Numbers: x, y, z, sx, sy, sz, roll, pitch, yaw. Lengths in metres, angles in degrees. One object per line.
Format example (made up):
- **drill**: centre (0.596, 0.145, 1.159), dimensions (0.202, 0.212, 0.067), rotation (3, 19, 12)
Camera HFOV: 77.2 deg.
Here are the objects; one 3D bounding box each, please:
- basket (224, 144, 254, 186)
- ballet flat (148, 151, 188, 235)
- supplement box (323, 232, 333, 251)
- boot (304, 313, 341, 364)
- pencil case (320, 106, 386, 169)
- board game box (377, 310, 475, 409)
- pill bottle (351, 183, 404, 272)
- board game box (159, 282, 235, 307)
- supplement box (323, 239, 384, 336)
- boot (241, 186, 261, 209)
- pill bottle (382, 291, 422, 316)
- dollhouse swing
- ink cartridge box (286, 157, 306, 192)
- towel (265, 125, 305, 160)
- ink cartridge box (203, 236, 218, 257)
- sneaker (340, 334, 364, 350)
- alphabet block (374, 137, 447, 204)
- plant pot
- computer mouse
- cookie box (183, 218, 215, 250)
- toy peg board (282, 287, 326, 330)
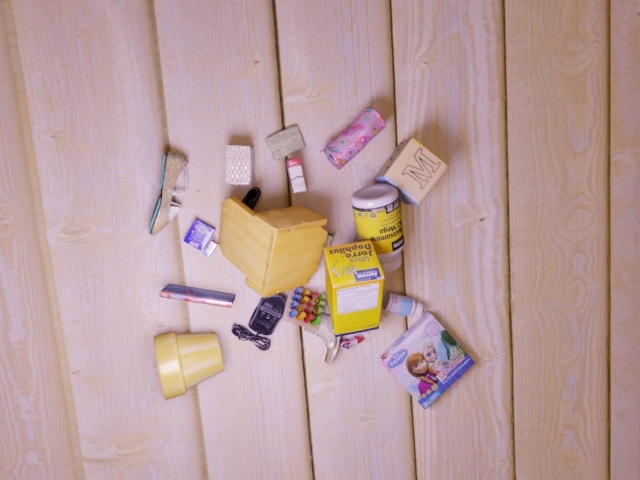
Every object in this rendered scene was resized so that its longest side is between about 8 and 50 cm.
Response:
- **basket**: centre (-0.329, -0.303, 1.633), dimensions (0.113, 0.103, 0.167), rotation (1, 96, -5)
- **ballet flat**: centre (-0.604, -0.178, 1.617), dimensions (0.123, 0.123, 0.349), rotation (13, 94, -7)
- **supplement box**: centre (0.000, 0.000, 1.723), dimensions (0.083, 0.056, 0.083), rotation (20, 93, -8)
- **boot**: centre (0.005, 0.420, 1.756), dimensions (0.165, 0.077, 0.213), rotation (17, 86, -9)
- **pencil case**: centre (0.136, -0.424, 1.665), dimensions (0.284, 0.124, 0.124), rotation (-42, 98, 1)
- **board game box**: centre (0.481, 0.545, 1.826), dimensions (0.318, 0.066, 0.318), rotation (-44, 98, -1)
- **pill bottle**: centre (0.242, -0.045, 1.641), dimensions (0.188, 0.188, 0.334), rotation (-16, 116, -4)
- **board game box**: centre (-0.497, 0.226, 1.646), dimensions (0.281, 0.145, 0.027), rotation (10, 94, -7)
- **supplement box**: centre (0.127, 0.198, 1.601), dimensions (0.194, 0.195, 0.356), rotation (-9, 137, -6)
- **boot**: centre (-0.309, -0.133, 1.636), dimensions (0.077, 0.137, 0.198), rotation (24, 93, -8)
- **pill bottle**: centre (0.365, 0.288, 1.777), dimensions (0.160, 0.087, 0.087), rotation (16, 94, -7)
- **dollhouse swing**: centre (-0.201, -0.010, 1.624), dimensions (0.315, 0.305, 0.347), rotation (-14, 135, -33)
- **ink cartridge box**: centre (-0.101, -0.266, 1.664), dimensions (0.056, 0.099, 0.135), rotation (-12, 96, -5)
- **towel**: centre (-0.147, -0.410, 1.682), dimensions (0.148, 0.027, 0.110), rotation (-25, 97, -3)
- **ink cartridge box**: centre (-0.454, 0.028, 1.680), dimensions (0.028, 0.048, 0.083), rotation (32, 92, -8)
- **sneaker**: centre (0.140, 0.453, 1.779), dimensions (0.118, 0.067, 0.042), rotation (-11, 97, -5)
- **alphabet block**: centre (0.370, -0.282, 1.672), dimensions (0.193, 0.192, 0.197), rotation (36, 92, -10)
- **plant pot**: centre (-0.529, 0.482, 1.630), dimensions (0.239, 0.254, 0.254), rotation (-11, 97, -20)
- **computer mouse**: centre (-0.243, 0.327, 1.728), dimensions (0.188, 0.072, 0.272), rotation (32, 104, -10)
- **cookie box**: centre (-0.504, -0.023, 1.673), dimensions (0.092, 0.040, 0.107), rotation (31, 91, -9)
- **toy peg board**: centre (-0.056, 0.271, 1.678), dimensions (0.160, 0.079, 0.161), rotation (25, 53, -19)
